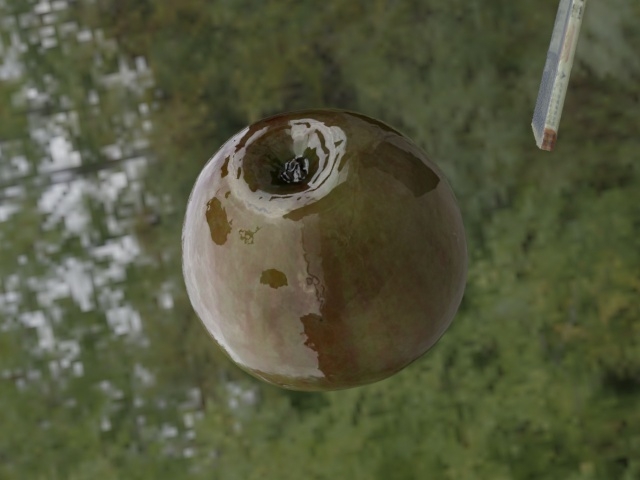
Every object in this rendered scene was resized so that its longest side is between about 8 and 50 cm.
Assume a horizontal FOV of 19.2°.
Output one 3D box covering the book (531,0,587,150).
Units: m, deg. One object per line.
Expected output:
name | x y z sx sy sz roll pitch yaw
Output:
book | 0.232 -0.245 1.663 0.228 0.018 0.322 -63 -14 -79

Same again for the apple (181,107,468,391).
apple | 0.000 0.000 1.662 0.257 0.257 0.234 -97 -9 -48
